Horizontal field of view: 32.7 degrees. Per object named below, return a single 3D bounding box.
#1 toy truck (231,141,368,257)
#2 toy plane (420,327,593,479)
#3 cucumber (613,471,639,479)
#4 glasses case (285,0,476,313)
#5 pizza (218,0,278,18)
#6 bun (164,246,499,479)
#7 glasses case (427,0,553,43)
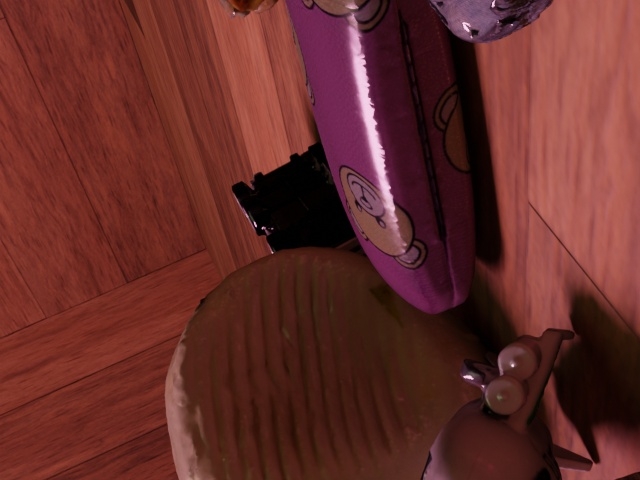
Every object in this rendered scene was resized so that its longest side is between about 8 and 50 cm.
[{"bbox_3d":[0.000,0.000,1.001,0.125,0.101,0.242,66,174,-26],"label":"toy truck"},{"bbox_3d":[0.105,0.130,0.625,0.080,0.174,0.174,21,150,21],"label":"toy plane"},{"bbox_3d":[0.176,0.177,0.564,0.064,0.064,0.112,86,158,-64],"label":"cucumber"},{"bbox_3d":[0.036,-0.088,0.647,0.123,0.076,0.316,-123,13,-49],"label":"glasses case"},{"bbox_3d":[-0.036,-0.197,0.426,0.226,0.069,0.147,84,-177,-58],"label":"pizza"},{"bbox_3d":[0.012,0.140,0.816,0.259,0.259,0.160,60,172,32],"label":"bun"},{"bbox_3d":[0.025,-0.214,0.431,0.109,0.067,0.282,-156,45,-83],"label":"glasses case"}]
